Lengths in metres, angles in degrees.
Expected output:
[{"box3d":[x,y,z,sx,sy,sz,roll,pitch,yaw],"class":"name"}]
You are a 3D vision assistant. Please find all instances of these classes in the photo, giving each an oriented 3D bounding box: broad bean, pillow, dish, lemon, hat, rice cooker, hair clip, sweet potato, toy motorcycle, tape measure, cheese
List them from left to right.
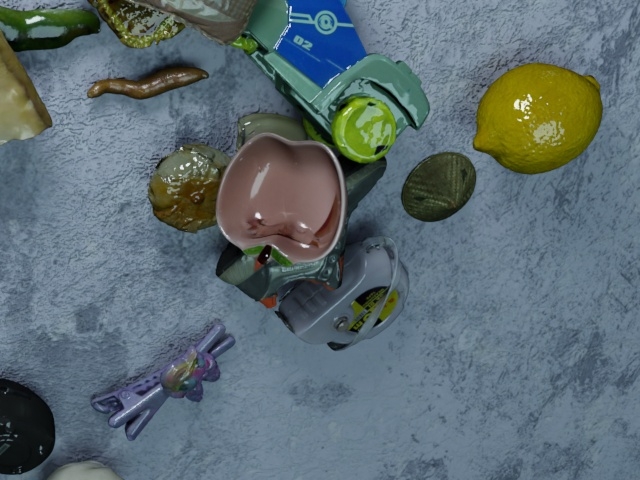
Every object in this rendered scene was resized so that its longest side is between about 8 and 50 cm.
[{"box3d":[-0.434,-0.323,1.391,0.144,0.049,0.292,-40,132,14],"class":"broad bean"},{"box3d":[-0.534,0.311,1.771,0.142,0.118,0.203,-42,133,10],"class":"rice cooker"},{"box3d":[-0.252,-0.228,1.552,0.179,0.044,0.044,-11,128,-8],"class":"sweet potato"},{"box3d":[-0.267,0.258,1.870,0.278,0.090,0.137,-30,139,0],"class":"hair clip"},{"box3d":[-0.172,-0.345,1.383,0.211,0.034,0.135,18,114,-32],"class":"pillow"},{"box3d":[-0.046,-0.059,1.609,0.213,0.213,0.090,-49,167,15],"class":"dish"},{"box3d":[-0.042,-0.163,1.692,0.192,0.037,0.097,-6,127,-19],"class":"cheese"},{"box3d":[0.008,-0.276,1.557,0.200,0.191,0.326,-44,111,-2],"class":"toy motorcycle"},{"box3d":[0.062,0.100,1.880,0.236,0.120,0.197,-42,141,5],"class":"tape measure"},{"box3d":[0.221,-0.076,1.853,0.146,0.067,0.146,-12,128,-16],"class":"hat"},{"box3d":[0.360,-0.202,1.747,0.244,0.187,0.187,-24,130,-13],"class":"lemon"}]

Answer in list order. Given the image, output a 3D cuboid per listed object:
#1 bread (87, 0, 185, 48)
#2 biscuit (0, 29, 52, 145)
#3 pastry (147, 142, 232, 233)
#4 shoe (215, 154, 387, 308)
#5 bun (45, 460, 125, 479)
[{"box3d":[-0.218,-0.378,1.419,0.222,0.096,0.181,-38,132,3],"class":"bread"},{"box3d":[-0.631,-0.240,1.324,0.429,0.104,0.446,-20,132,4],"class":"biscuit"},{"box3d":[-0.197,-0.080,1.658,0.153,0.081,0.153,-18,138,-17],"class":"pastry"},{"box3d":[0.000,0.000,1.741,0.336,0.132,0.171,-38,108,9],"class":"shoe"},{"box3d":[-0.422,0.465,1.933,0.173,0.120,0.173,4,137,4],"class":"bun"}]
